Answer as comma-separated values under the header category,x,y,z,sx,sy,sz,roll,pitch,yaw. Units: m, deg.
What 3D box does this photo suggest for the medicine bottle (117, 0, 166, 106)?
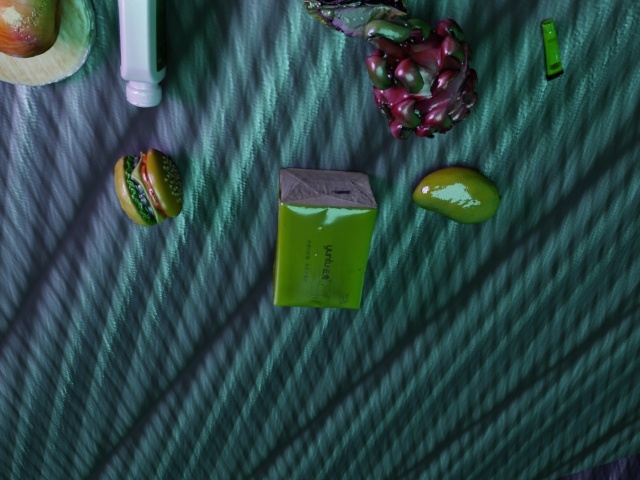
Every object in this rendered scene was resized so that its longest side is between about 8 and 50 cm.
category,x,y,z,sx,sy,sz,roll,pitch,yaw
medicine bottle,-0.313,-0.349,0.995,0.078,0.115,0.219,4,126,-9

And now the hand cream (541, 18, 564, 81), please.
category,x,y,z,sx,sy,sz,roll,pitch,yaw
hand cream,0.451,-0.369,1.101,0.036,0.023,0.122,-22,128,7

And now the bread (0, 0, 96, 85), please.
category,x,y,z,sx,sy,sz,roll,pitch,yaw
bread,-0.530,-0.396,0.989,0.267,0.040,0.266,-3,127,-4

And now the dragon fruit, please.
category,x,y,z,sx,sy,sz,roll,pitch,yaw
dragon fruit,0.180,-0.284,1.000,0.198,0.273,0.218,41,114,11

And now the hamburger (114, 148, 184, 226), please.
category,x,y,z,sx,sy,sz,roll,pitch,yaw
hamburger,-0.346,-0.108,1.150,0.115,0.162,0.162,-16,126,1

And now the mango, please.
category,x,y,z,sx,sy,sz,roll,pitch,yaw
mango,0.307,-0.101,1.246,0.191,0.085,0.122,16,126,-17

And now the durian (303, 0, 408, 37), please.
category,x,y,z,sx,sy,sz,roll,pitch,yaw
durian,0.053,-0.423,1.001,0.187,0.118,0.108,1,163,-1

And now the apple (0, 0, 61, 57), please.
category,x,y,z,sx,sy,sz,roll,pitch,yaw
apple,-0.488,-0.368,0.901,0.147,0.146,0.146,-2,126,-3

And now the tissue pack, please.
category,x,y,z,sx,sy,sz,roll,pitch,yaw
tissue pack,0.000,0.000,1.243,0.201,0.167,0.274,2,126,-6
